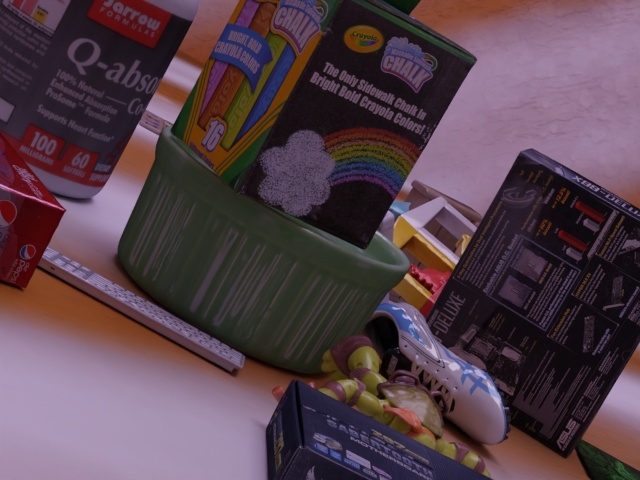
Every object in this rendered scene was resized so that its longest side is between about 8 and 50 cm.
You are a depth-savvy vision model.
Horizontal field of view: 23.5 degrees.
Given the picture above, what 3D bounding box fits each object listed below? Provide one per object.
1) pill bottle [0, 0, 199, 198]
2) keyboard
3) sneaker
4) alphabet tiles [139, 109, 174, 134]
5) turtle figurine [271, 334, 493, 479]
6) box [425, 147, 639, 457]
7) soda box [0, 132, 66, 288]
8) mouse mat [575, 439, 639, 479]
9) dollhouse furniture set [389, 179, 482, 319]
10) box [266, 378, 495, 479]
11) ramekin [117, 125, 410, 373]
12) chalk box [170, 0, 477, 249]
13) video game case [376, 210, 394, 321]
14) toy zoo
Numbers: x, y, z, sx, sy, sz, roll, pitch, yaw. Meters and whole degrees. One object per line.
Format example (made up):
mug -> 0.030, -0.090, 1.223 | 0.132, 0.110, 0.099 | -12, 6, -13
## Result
pill bottle -> -0.270, -0.250, 1.787 | 0.210, 0.363, 0.210 | 28, 9, -5
keyboard -> -0.186, 0.057, 1.484 | 0.256, 0.014, 0.072 | 29, 9, -3
sneaker -> 0.124, 0.156, 1.747 | 0.086, 0.085, 0.237 | -15, 42, -34
alphabet tiles -> -0.214, -0.157, 2.583 | 0.198, 0.009, 0.237 | 28, 9, -10
turtle figurine -> 0.063, 0.159, 1.464 | 0.269, 0.087, 0.217 | 27, 10, -18
box -> 0.284, 0.077, 1.909 | 0.242, 0.307, 0.076 | 31, 15, 14
soda box -> -0.332, -0.056, 1.428 | 0.092, 0.083, 0.263 | 22, 12, -36
mouse mat -> 0.392, 0.306, 1.946 | 0.152, 0.007, 0.190 | 29, 10, -4
dollhouse furniture set -> 0.196, 0.064, 2.130 | 0.303, 0.174, 0.355 | 23, 11, -32
box -> 0.068, 0.212, 1.278 | 0.232, 0.059, 0.183 | 28, 8, -7
ramekin -> -0.069, 0.015, 1.649 | 0.303, 0.148, 0.303 | 29, 9, -5
chalk box -> 0.015, -0.174, 1.537 | 0.180, 0.289, 0.179 | 23, 11, -36
video game case -> 0.000, 0.000, 1.873 | 0.026, 0.206, 0.227 | -29, 49, -32
toy zoo -> 0.191, 0.052, 2.085 | 0.293, 0.030, 0.192 | 41, 41, 6
